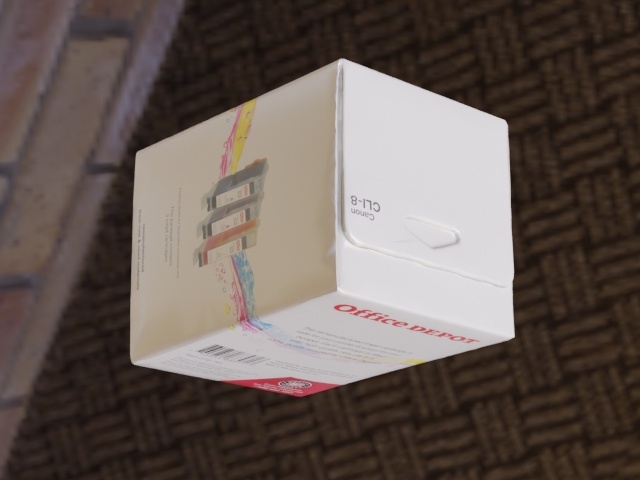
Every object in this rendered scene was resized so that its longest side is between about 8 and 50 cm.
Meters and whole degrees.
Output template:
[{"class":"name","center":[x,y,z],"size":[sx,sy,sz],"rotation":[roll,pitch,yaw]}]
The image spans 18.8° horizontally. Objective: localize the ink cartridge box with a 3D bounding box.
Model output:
[{"class":"ink cartridge box","center":[0.000,0.000,1.033],"size":[0.176,0.128,0.127],"rotation":[-19,64,45]}]
